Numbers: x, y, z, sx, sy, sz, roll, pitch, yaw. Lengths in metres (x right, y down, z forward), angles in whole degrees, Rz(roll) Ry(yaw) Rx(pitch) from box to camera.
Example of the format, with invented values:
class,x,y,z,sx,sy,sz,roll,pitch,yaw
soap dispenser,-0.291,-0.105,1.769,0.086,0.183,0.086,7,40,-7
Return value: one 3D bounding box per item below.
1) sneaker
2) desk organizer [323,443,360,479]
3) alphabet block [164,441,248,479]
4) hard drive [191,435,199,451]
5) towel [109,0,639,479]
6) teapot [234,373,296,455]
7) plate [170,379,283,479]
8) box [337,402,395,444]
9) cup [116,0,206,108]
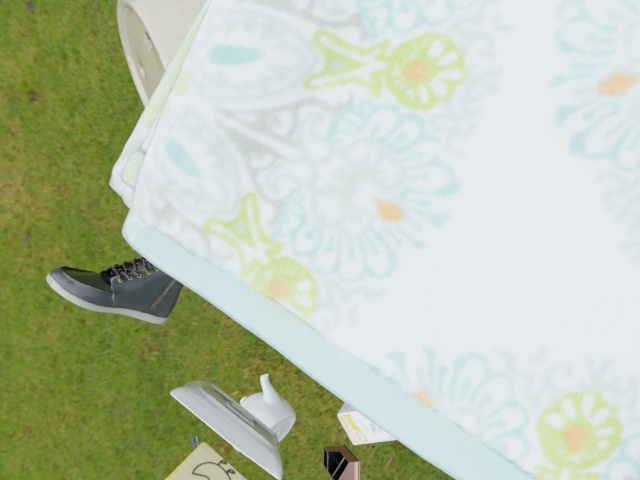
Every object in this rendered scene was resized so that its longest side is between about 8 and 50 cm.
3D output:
class,x,y,z,sx,sy,sz,roll,pitch,yaw
sneaker,-0.323,0.055,0.911,0.083,0.222,0.118,38,98,42
desk organizer,0.043,0.477,1.183,0.050,0.130,0.047,1,85,-12
alphabet block,-0.307,0.673,1.393,0.197,0.192,0.193,36,117,10
hard drive,-0.412,0.739,1.862,0.022,0.094,0.135,-9,57,-17
towel,0.088,-0.050,0.318,0.375,0.090,0.320,34,104,7
teapot,-0.229,0.647,2.008,0.256,0.252,0.187,-40,62,-18
plate,-0.186,0.389,1.201,0.278,0.277,0.045,37,79,3
box,0.166,0.454,1.462,0.203,0.114,0.103,-21,101,33
cup,-0.084,-0.217,0.634,0.237,0.331,0.331,-25,74,-23
